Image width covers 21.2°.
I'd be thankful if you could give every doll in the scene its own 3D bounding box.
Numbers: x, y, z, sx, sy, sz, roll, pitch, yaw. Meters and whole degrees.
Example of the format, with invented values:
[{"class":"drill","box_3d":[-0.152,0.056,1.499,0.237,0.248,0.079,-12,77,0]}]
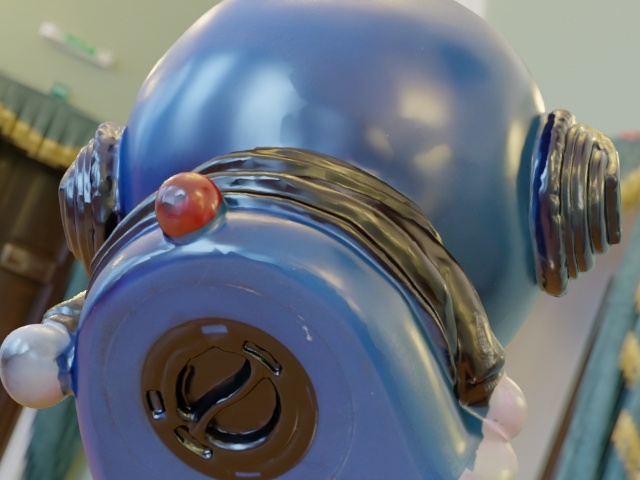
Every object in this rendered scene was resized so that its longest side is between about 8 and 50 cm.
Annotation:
[{"class":"doll","box_3d":[0.000,0.000,0.839,0.284,0.240,0.310,2,26,16]}]
